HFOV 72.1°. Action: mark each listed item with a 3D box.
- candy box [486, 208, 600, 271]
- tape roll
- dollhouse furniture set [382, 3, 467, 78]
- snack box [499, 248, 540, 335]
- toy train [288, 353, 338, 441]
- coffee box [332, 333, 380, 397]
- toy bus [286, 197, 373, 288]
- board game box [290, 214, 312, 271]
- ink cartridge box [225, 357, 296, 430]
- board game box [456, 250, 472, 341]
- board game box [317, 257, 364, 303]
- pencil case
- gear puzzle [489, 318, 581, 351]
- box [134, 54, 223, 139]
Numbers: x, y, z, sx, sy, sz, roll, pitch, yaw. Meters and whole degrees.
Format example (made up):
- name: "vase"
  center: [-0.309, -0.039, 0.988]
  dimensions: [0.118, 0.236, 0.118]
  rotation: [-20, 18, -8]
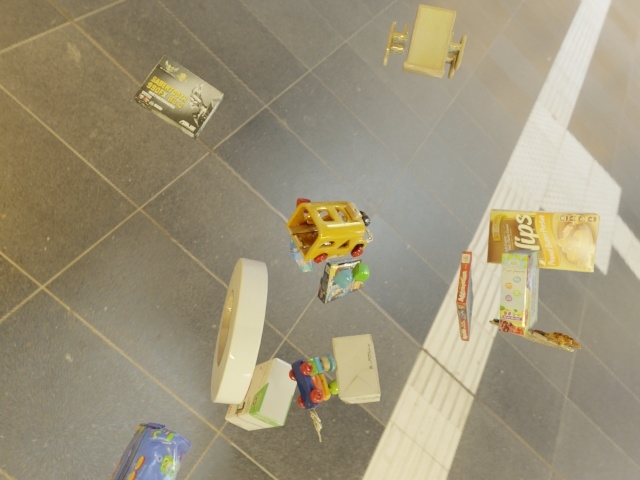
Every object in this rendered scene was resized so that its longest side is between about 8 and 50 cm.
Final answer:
- name: "candy box"
  center: [0.723, -0.006, 1.450]
  dimensions: [0.087, 0.317, 0.182]
  rotation: [-18, 110, -65]
- name: "tape roll"
  center: [-0.226, 0.242, 1.199]
  dimensions: [0.072, 0.392, 0.391]
  rotation: [13, 63, -16]
- name: "dollhouse furniture set"
  center: [0.288, -0.517, 1.240]
  dimensions: [0.212, 0.242, 0.160]
  rotation: [13, 92, 4]
- name: "snack box"
  center: [0.538, 0.131, 1.183]
  dimensions: [0.175, 0.070, 0.207]
  rotation: [-4, 97, -55]
- name: "toy train"
  center: [0.009, 0.494, 1.411]
  dimensions: [0.143, 0.105, 0.248]
  rotation: [-8, 68, -37]
- name: "coffee box"
  center: [0.094, 0.335, 1.118]
  dimensions: [0.098, 0.246, 0.141]
  rotation: [-8, 65, 4]
- name: "toy bus"
  center: [0.038, -0.028, 0.873]
  dimensions: [0.191, 0.104, 0.202]
  rotation: [29, 41, -9]
- name: "board game box"
  center: [-0.073, 0.016, 1.743]
  dimensions: [0.047, 0.210, 0.160]
  rotation: [-5, 66, 9]
- name: "ink cartridge box"
  center: [-0.215, 0.566, 1.607]
  dimensions: [0.117, 0.278, 0.201]
  rotation: [33, 52, -19]
- name: "board game box"
  center: [0.393, 0.158, 1.189]
  dimensions: [0.281, 0.027, 0.145]
  rotation: [60, 42, -54]
- name: "board game box"
  center: [0.098, 0.151, 1.805]
  dimensions: [0.194, 0.194, 0.060]
  rotation: [-8, 34, -30]
- name: "pencil case"
  center: [-0.363, 0.499, 0.827]
  dimensions: [0.120, 0.133, 0.306]
  rotation: [4, 40, 16]
- name: "gear puzzle"
  center: [0.636, 0.267, 1.294]
  dimensions: [0.176, 0.339, 0.044]
  rotation: [23, 85, 2]
- name: "box"
  center: [-0.475, -0.483, 1.490]
  dimensions: [0.231, 0.056, 0.183]
  rotation: [33, 77, -11]
